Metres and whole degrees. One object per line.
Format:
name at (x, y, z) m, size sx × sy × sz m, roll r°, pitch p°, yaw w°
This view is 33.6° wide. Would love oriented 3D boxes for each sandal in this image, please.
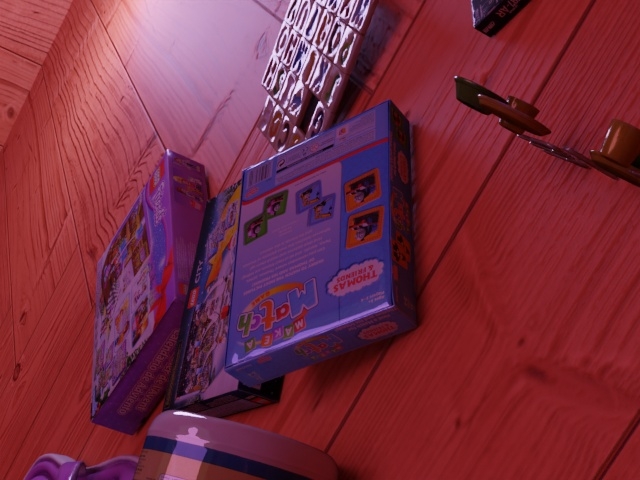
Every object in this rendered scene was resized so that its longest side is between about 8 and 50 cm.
sandal at (-0.289, 0.306, 1.151) m, size 0.416 × 0.102 × 0.169 m, roll -18°, pitch 53°, yaw 58°

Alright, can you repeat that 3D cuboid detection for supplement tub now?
supplement tub at (-0.078, 0.233, 0.748) m, size 0.144 × 0.144 × 0.200 m, roll -14°, pitch 57°, yaw 60°

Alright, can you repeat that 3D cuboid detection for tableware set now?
tableware set at (0.143, -0.066, 0.618) m, size 0.024 × 0.104 × 0.154 m, roll -62°, pitch 26°, yaw 5°

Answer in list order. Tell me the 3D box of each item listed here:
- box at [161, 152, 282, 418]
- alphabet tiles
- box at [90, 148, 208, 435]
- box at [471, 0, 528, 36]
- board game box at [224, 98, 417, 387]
box at (-0.078, 0.049, 1.015) m, size 0.159 × 0.044 × 0.233 m, roll -27°, pitch 48°, yaw 55°
alphabet tiles at (-0.014, -0.186, 1.109) m, size 0.198 × 0.009 × 0.237 m, roll -69°, pitch 24°, yaw 17°
box at (-0.198, 0.053, 1.243) m, size 0.201 × 0.057 × 0.293 m, roll -54°, pitch 28°, yaw 27°
box at (0.146, -0.212, 0.837) m, size 0.067 × 0.018 × 0.083 m, roll -43°, pitch 34°, yaw 40°
board game box at (0.000, 0.000, 0.863) m, size 0.160 × 0.039 × 0.212 m, roll -23°, pitch 44°, yaw 28°
